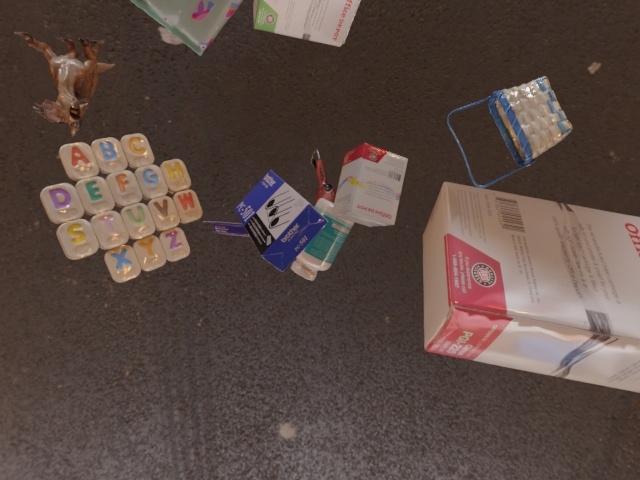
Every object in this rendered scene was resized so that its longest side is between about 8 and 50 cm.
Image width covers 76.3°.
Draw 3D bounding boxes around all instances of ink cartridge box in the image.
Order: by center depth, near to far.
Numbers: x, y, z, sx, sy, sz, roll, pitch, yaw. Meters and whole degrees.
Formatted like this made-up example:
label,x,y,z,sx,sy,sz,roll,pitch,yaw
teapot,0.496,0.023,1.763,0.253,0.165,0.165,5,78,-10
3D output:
label,x,y,z,sx,sy,sz,roll,pitch,yaw
ink cartridge box,0.217,0.041,0.398,0.217,0.159,0.092,10,139,3
ink cartridge box,-0.071,-0.041,0.639,0.097,0.207,0.046,-47,120,1
ink cartridge box,-0.032,-0.552,0.924,0.219,0.093,0.160,4,154,-18
ink cartridge box,0.123,-0.134,1.045,0.128,0.127,0.176,16,83,-20
ink cartridge box,-0.267,-0.037,1.462,0.223,0.224,0.045,5,91,28

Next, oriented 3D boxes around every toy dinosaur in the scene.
label,x,y,z,sx,sy,sz,roll,pitch,yaw
toy dinosaur,-0.565,-0.356,0.935,0.127,0.296,0.201,1,113,-7

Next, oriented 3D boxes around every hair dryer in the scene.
label,x,y,z,sx,sy,sz,roll,pitch,yaw
hair dryer,-0.003,-0.228,1.623,0.080,0.293,0.224,-17,118,-7

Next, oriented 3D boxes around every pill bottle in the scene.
label,x,y,z,sx,sy,sz,roll,pitch,yaw
pill bottle,0.000,0.000,1.387,0.146,0.146,0.264,28,95,-7

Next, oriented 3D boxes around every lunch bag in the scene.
label,x,y,z,sx,sy,sz,roll,pitch,yaw
lunch bag,-0.205,-0.489,0.706,0.160,0.262,0.223,30,118,-36

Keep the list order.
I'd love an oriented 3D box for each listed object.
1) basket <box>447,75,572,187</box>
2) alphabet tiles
label,x,y,z,sx,sy,sz,roll,pitch,yaw
basket,0.556,-0.320,1.214,0.288,0.201,0.255,-21,85,13
alphabet tiles,-0.382,-0.071,0.822,0.021,0.284,0.278,-9,102,47
